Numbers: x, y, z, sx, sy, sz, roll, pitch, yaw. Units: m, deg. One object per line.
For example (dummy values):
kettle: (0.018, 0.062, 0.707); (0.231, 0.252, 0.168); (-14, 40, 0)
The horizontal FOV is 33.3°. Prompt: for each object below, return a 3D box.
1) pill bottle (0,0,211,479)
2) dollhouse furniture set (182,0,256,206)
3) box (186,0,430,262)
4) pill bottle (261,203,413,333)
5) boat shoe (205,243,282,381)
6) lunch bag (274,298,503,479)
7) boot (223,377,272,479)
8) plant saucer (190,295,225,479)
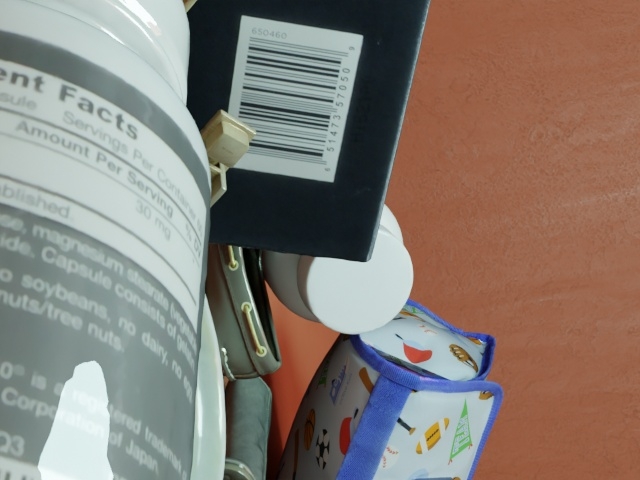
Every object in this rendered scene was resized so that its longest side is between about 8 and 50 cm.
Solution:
pill bottle: (-0.149, 0.032, 0.432); (0.204, 0.204, 0.361); (73, 13, -51)
dollhouse furniture set: (-0.095, -0.138, 0.788); (0.161, 0.182, 0.101); (31, 29, -29)
box: (-0.035, -0.214, 1.023); (0.395, 0.212, 0.293); (-91, -170, -59)
pill bottle: (0.000, 0.000, 1.293); (0.301, 0.169, 0.169); (-134, -149, -66)
boat shoe: (-0.099, 0.004, 1.186); (0.109, 0.091, 0.304); (49, 35, -76)
lunch bag: (0.074, 0.262, 1.343); (0.385, 0.239, 0.327); (-26, 138, -78)
boot: (-0.086, 0.223, 1.161); (0.208, 0.076, 0.189); (-78, 175, -45)
plant saucer: (-0.143, 0.113, 0.778); (0.400, 0.101, 0.400); (-7, 90, -82)
